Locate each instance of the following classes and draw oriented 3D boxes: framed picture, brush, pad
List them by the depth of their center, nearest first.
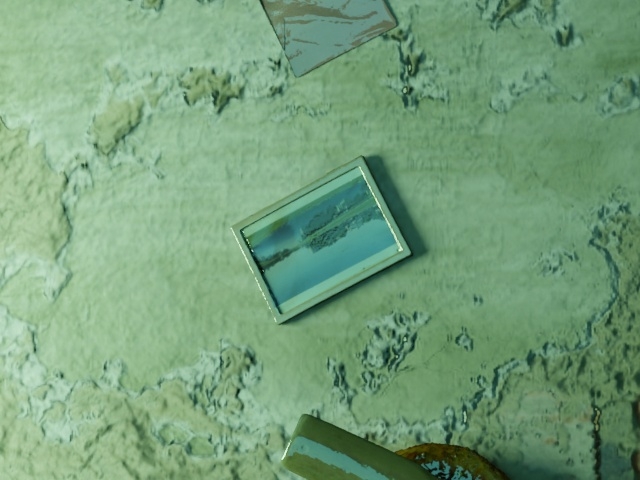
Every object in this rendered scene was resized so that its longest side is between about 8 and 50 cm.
[{"bbox_3d":[0.101,0.231,1.169,0.282,0.048,0.054,24,83,5],"label":"brush"},{"bbox_3d":[0.000,0.000,1.291,0.149,0.011,0.109,-28,79,9],"label":"framed picture"},{"bbox_3d":[-0.013,-0.266,1.322,0.113,0.006,0.188,-26,81,9],"label":"pad"}]

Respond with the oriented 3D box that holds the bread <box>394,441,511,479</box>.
[{"bbox_3d":[0.099,0.277,1.218,0.193,0.064,0.193,-1,85,7],"label":"bread"}]
